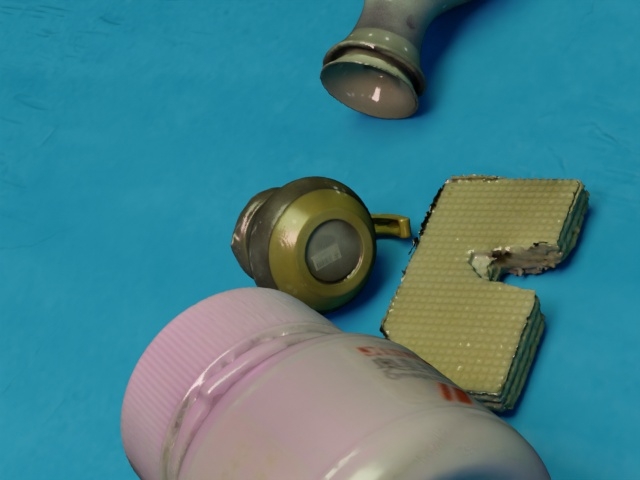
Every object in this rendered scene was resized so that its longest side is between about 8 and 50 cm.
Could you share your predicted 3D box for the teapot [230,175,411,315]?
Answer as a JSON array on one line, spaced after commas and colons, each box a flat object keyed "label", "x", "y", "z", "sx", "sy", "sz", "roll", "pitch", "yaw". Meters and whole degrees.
[{"label": "teapot", "x": 0.000, "y": 0.000, "z": 1.556, "sx": 0.166, "sy": 0.130, "sz": 0.119, "roll": -12, "pitch": 14, "yaw": -27}]

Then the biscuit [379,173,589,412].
[{"label": "biscuit", "x": 0.139, "y": 0.043, "z": 1.462, "sx": 0.147, "sy": 0.046, "sz": 0.250, "roll": 0, "pitch": 48, "yaw": 32}]

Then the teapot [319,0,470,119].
[{"label": "teapot", "x": 0.086, "y": -0.256, "z": 1.726, "sx": 0.184, "sy": 0.183, "sz": 0.250, "roll": 3, "pitch": 63, "yaw": 36}]

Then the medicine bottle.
[{"label": "medicine bottle", "x": 0.002, "y": 0.183, "z": 1.252, "sx": 0.241, "sy": 0.241, "sz": 0.302, "roll": -42, "pitch": 40, "yaw": -11}]
